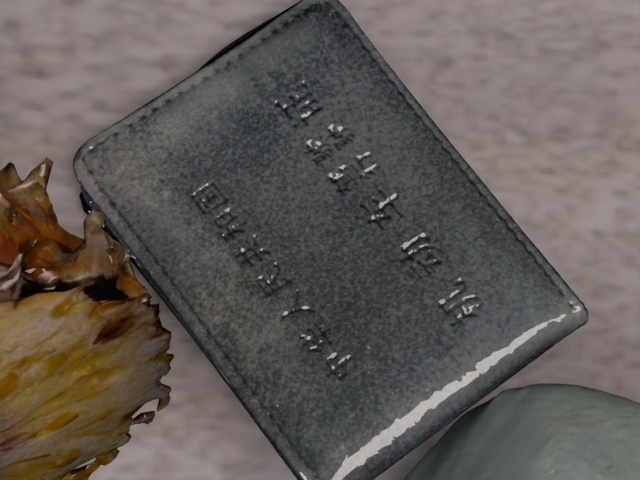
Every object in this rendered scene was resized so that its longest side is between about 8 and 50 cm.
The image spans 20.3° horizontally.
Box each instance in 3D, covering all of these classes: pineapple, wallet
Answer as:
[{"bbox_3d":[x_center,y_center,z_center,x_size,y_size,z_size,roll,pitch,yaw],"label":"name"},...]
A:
[{"bbox_3d":[-0.218,-0.021,0.701,0.262,0.262,0.271,-24,66,-11],"label":"pineapple"},{"bbox_3d":[0.000,-0.001,0.862,0.167,0.036,0.222,-34,72,-10],"label":"wallet"}]

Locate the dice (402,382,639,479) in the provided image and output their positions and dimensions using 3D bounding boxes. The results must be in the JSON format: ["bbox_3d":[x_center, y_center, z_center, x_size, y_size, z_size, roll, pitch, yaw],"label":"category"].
[{"bbox_3d":[0.130,0.240,0.809,0.268,0.262,0.264,35,73,-5],"label":"dice"}]
